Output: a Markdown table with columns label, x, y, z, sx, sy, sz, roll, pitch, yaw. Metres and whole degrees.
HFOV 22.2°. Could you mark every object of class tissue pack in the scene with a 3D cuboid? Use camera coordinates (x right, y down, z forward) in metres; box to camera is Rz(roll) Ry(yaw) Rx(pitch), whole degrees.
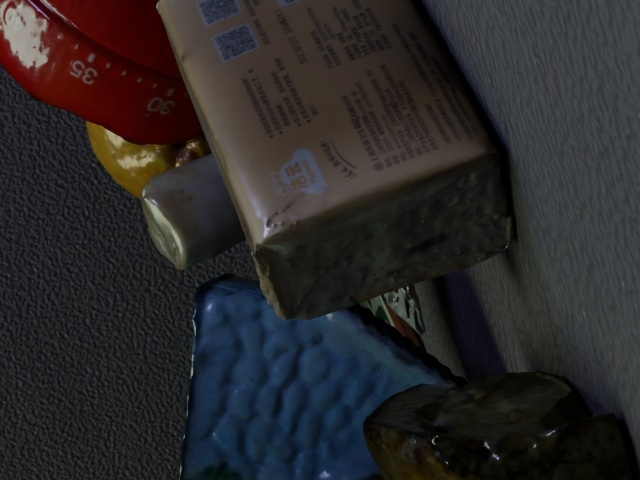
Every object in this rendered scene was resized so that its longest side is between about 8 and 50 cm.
| label | x | y | z | sx | sy | sz | roll | pitch | yaw |
| --- | --- | --- | --- | --- | --- | --- | --- | --- | --- |
| tissue pack | 0.014 | -0.079 | 1.410 | 0.238 | 0.238 | 0.305 | 76 | 172 | -51 |

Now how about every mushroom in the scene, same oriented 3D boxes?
| label | x | y | z | sx | sy | sz | roll | pitch | yaw |
| --- | --- | --- | --- | --- | --- | --- | --- | --- | --- |
| mushroom | -0.060 | -0.075 | 1.813 | 0.292 | 0.290 | 0.292 | 159 | 90 | -81 |

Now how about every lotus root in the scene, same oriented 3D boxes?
| label | x | y | z | sx | sy | sz | roll | pitch | yaw |
| --- | --- | --- | --- | --- | --- | --- | --- | --- | --- |
| lotus root | 0.147 | 0.192 | 1.340 | 0.314 | 0.210 | 0.142 | -17 | -81 | -81 |

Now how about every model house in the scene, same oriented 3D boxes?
| label | x | y | z | sx | sy | sz | roll | pitch | yaw |
| --- | --- | --- | --- | --- | --- | --- | --- | --- | --- |
| model house | 0.031 | 0.195 | 1.785 | 0.360 | 0.339 | 0.297 | 24 | -110 | -88 |

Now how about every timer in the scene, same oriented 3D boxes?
| label | x | y | z | sx | sy | sz | roll | pitch | yaw |
| --- | --- | --- | --- | --- | --- | --- | --- | --- | --- |
| timer | -0.226 | -0.299 | 1.954 | 0.279 | 0.378 | 0.378 | -53 | 42 | 30 |

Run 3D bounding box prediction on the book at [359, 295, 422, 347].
| label | x | y | z | sx | sy | sz | roll | pitch | yaw |
| --- | --- | --- | --- | --- | --- | --- | --- | --- | --- |
| book | 0.087 | 0.106 | 2.408 | 0.260 | 0.043 | 0.371 | 76 | 173 | -47 |

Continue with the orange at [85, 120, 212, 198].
| label | x | y | z | sx | sy | sz | roll | pitch | yaw |
| --- | --- | --- | --- | --- | --- | --- | --- | --- | --- |
| orange | -0.180 | -0.198 | 2.369 | 0.293 | 0.340 | 0.340 | -92 | -13 | -58 |
